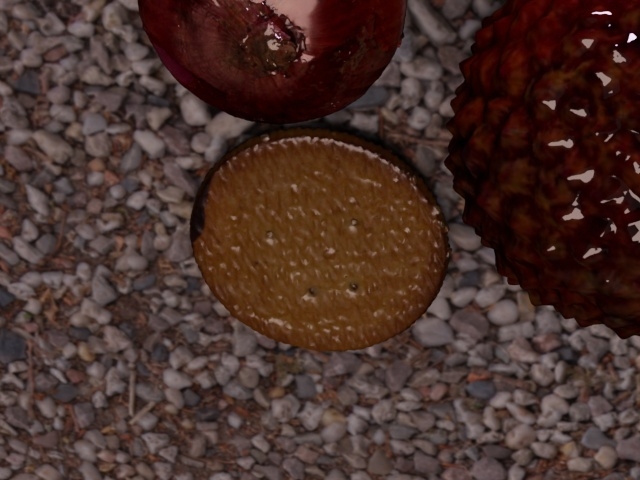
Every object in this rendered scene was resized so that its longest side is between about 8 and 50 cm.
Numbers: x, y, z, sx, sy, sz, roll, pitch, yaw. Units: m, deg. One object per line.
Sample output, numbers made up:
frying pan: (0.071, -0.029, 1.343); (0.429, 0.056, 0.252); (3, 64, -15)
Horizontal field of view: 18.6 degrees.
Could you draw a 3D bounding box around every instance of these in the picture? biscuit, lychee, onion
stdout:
biscuit: (0.000, 0.000, 2.233); (0.305, 0.038, 0.305); (4, 123, 7)
lychee: (0.354, -0.107, 1.906); (0.500, 0.424, 0.424); (-8, 124, 43)
onion: (-0.048, -0.247, 1.963); (0.276, 0.276, 0.276); (4, 122, 6)
